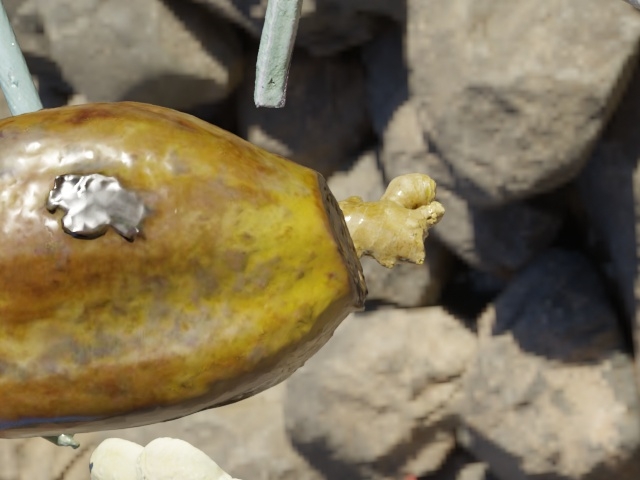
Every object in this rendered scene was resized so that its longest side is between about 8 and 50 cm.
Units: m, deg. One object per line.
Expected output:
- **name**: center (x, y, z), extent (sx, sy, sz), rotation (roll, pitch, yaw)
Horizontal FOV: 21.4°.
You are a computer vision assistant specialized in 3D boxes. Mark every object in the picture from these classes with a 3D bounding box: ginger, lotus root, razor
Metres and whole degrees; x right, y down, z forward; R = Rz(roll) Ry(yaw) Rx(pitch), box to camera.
- **ginger**: center (0.000, 0.000, 1.413), extent (0.052, 0.176, 0.193), rotation (109, -176, -61)
- **lotus root**: center (-0.122, 0.011, 0.918), extent (0.193, 0.291, 0.193), rotation (-2, -90, -79)
- **razor**: center (-0.240, -0.140, 1.296), extent (0.106, 0.068, 0.232), rotation (-23, 87, 35)

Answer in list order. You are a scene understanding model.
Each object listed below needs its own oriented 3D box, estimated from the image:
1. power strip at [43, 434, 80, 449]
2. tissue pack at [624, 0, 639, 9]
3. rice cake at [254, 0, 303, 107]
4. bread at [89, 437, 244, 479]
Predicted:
- **power strip**: center (-0.225, 0.071, 1.527), extent (0.061, 0.145, 0.215), rotation (23, 81, 38)
- **tissue pack**: center (0.114, -0.289, 1.013), extent (0.195, 0.375, 0.390), rotation (-42, 15, 12)
- **rice cake**: center (-0.038, -0.229, 1.725), extent (0.033, 0.033, 0.207), rotation (-119, 35, -56)
- **bread**: center (-0.094, 0.304, 1.571), extent (0.316, 0.054, 0.316), rotation (27, 142, 24)
